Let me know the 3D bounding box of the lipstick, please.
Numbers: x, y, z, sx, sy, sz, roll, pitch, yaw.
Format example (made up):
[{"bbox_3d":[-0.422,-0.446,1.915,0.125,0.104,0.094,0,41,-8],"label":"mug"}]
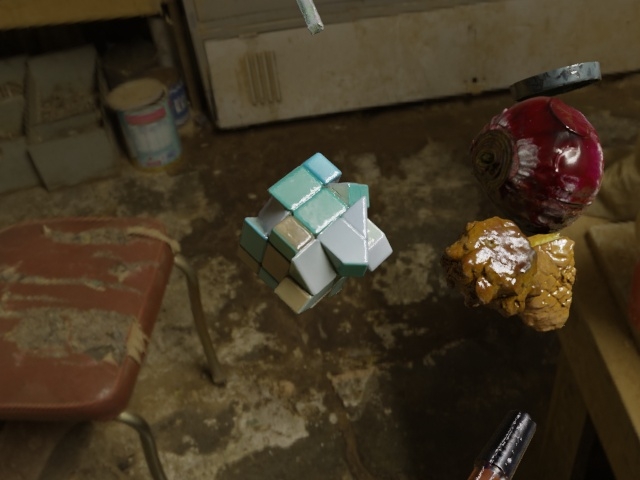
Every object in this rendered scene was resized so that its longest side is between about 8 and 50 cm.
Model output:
[{"bbox_3d":[0.306,0.490,1.495,0.077,0.077,0.418,21,46,28],"label":"lipstick"}]

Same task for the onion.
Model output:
[{"bbox_3d":[0.417,-0.136,1.415,0.216,0.206,0.207,8,46,-28],"label":"onion"}]

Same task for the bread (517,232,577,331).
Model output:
[{"bbox_3d":[0.484,0.094,1.762,0.140,0.229,0.143,-4,18,-12],"label":"bread"}]

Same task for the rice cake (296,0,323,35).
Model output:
[{"bbox_3d":[-0.044,-0.638,2.072,0.043,0.034,0.211,-32,66,21],"label":"rice cake"}]

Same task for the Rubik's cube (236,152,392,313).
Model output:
[{"bbox_3d":[0.000,0.000,1.371,0.213,0.224,0.265,42,61,13],"label":"Rubik's cube"}]

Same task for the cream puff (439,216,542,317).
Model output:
[{"bbox_3d":[0.196,0.034,0.894,0.122,0.094,0.116,9,55,-2],"label":"cream puff"}]

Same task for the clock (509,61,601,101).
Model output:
[{"bbox_3d":[0.567,-0.380,1.874,0.215,0.042,0.215,-13,1,0],"label":"clock"}]
